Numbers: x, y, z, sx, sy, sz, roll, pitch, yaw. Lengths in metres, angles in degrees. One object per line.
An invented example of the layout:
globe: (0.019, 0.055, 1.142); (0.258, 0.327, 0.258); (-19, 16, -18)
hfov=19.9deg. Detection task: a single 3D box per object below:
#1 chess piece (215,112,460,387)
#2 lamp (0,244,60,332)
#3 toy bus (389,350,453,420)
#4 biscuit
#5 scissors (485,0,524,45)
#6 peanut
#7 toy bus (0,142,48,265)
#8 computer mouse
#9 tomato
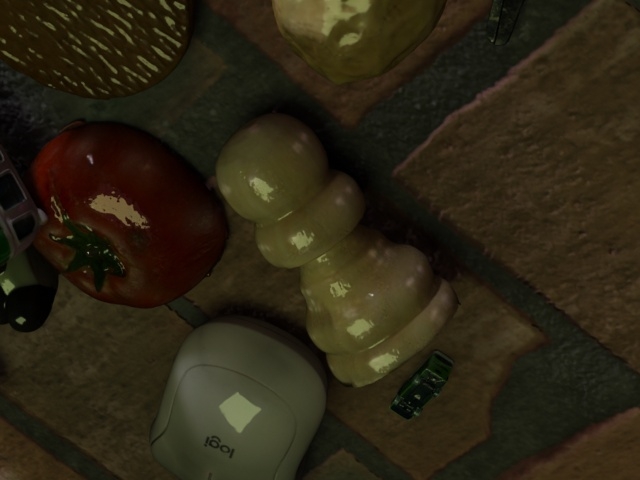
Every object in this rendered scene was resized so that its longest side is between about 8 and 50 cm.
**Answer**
chess piece: (0.000, 0.000, 1.700); (0.143, 0.143, 0.261); (-23, 113, 39)
lamp: (-0.398, 0.063, 1.920); (0.244, 0.198, 0.198); (-23, 118, 20)
toy bus: (0.102, 0.149, 1.848); (0.031, 0.037, 0.083); (33, 137, -6)
biscuit: (-0.232, -0.241, 1.653); (0.262, 0.037, 0.262); (14, 135, 15)
scissors: (0.173, -0.277, 1.430); (0.160, 0.024, 0.317); (20, 136, 6)
peanut: (0.032, -0.285, 1.371); (0.169, 0.192, 0.387); (7, 133, 11)
toy bus: (-0.405, -0.090, 1.739); (0.143, 0.179, 0.305); (-24, 98, 40)
computer mouse: (-0.090, 0.208, 1.940); (0.184, 0.121, 0.297); (26, 135, 0)
tomato: (-0.208, -0.009, 1.826); (0.225, 0.085, 0.225); (14, 137, 13)
